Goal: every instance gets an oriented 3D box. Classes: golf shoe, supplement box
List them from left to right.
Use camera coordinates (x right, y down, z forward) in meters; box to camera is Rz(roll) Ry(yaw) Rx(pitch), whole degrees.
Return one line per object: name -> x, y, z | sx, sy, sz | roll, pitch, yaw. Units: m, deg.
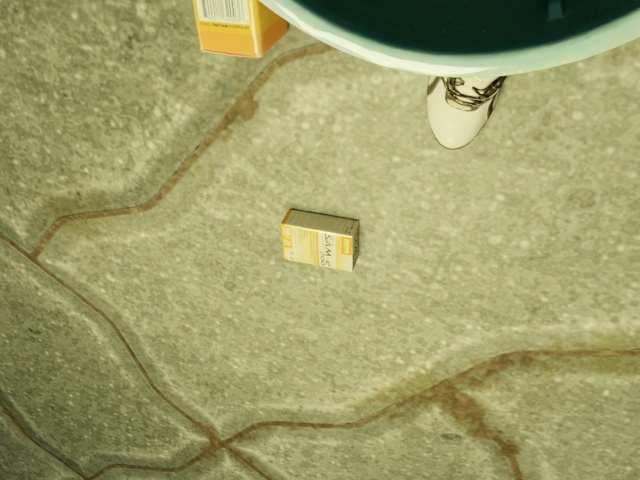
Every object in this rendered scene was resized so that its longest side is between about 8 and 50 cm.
supplement box -> -0.087, -0.305, 0.655 | 0.080, 0.078, 0.233 | 13, 130, 17
supplement box -> 0.000, 0.000, 0.887 | 0.098, 0.036, 0.062 | 10, 130, 15
golf shoe -> 0.145, -0.163, 0.660 | 0.077, 0.094, 0.198 | 17, 133, 8

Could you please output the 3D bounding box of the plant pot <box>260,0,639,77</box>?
plant pot -> 0.111, -0.321, 0.387 | 0.341, 0.334, 0.341 | 12, 130, 15
